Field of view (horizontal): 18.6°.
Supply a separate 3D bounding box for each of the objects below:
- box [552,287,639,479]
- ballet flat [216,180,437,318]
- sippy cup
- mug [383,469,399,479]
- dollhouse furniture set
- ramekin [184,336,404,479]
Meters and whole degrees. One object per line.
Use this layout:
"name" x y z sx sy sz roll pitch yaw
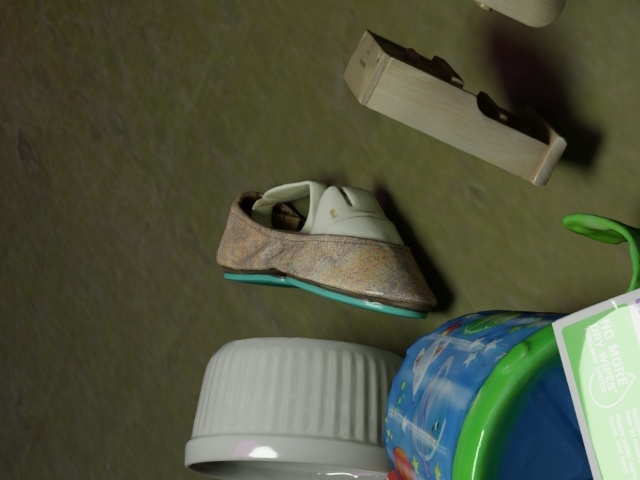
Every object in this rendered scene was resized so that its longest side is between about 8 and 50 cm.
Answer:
"box" 0.280 0.157 1.190 0.127 0.231 0.262 -24 73 34
"ballet flat" 0.000 0.000 1.769 0.316 0.107 0.106 10 90 55
"sippy cup" 0.162 0.148 1.428 0.240 0.305 0.224 56 166 -20
"mug" 0.130 0.259 1.582 0.113 0.150 0.169 69 -176 -59
"dollhouse furniture set" 0.147 -0.191 1.511 0.242 0.161 0.212 -63 14 13
"ramekin" -0.011 0.152 1.690 0.207 0.207 0.109 -16 66 55
